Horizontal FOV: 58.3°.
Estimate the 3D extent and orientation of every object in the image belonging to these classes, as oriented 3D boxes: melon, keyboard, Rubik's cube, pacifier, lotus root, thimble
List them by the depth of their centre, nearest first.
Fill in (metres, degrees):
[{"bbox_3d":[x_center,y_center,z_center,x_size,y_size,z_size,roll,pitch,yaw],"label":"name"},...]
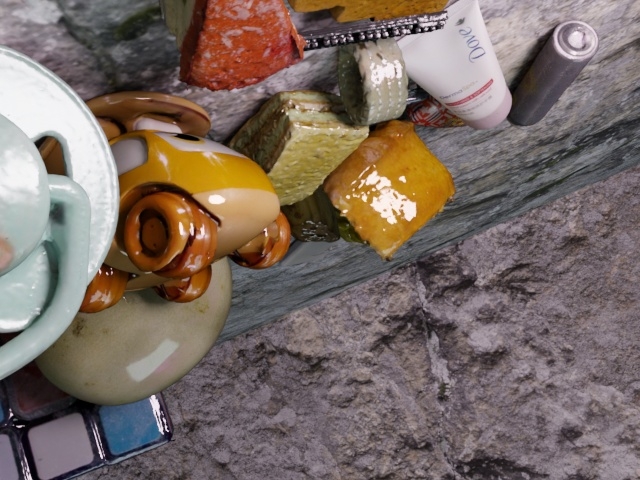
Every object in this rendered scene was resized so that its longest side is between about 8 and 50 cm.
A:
[{"bbox_3d":[-0.350,-0.019,0.469,0.343,0.288,0.269,-6,-174,-40],"label":"pacifier"},{"bbox_3d":[0.038,-0.221,0.622,0.195,0.018,0.060,-10,-171,-5],"label":"keyboard"},{"bbox_3d":[0.062,-0.198,0.696,0.062,0.110,0.084,-19,-149,-19],"label":"thimble"},{"bbox_3d":[-0.279,0.096,0.891,0.330,0.268,0.268,-49,167,-2],"label":"melon"},{"bbox_3d":[-0.031,-0.059,1.075,0.095,0.135,0.159,-27,153,21],"label":"lotus root"},{"bbox_3d":[-0.499,0.284,1.114,0.359,0.363,0.362,-17,165,-16],"label":"Rubik's cube"}]

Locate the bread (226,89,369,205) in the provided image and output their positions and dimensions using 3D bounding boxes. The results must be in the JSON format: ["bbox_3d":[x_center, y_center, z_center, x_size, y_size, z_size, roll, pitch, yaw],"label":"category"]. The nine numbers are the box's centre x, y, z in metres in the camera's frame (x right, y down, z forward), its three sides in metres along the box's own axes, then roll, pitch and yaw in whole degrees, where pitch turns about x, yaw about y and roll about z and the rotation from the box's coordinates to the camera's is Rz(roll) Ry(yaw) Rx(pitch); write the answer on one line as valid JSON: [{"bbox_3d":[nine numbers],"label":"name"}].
[{"bbox_3d":[-0.041,-0.127,0.786,0.138,0.102,0.196,-15,162,-40],"label":"bread"}]

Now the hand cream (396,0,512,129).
[{"bbox_3d":[0.199,-0.242,0.806,0.133,0.083,0.248,-31,151,26],"label":"hand cream"}]

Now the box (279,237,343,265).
[{"bbox_3d":[0.000,0.000,1.505,0.142,0.044,0.285,-12,164,-32],"label":"box"}]

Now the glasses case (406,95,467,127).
[{"bbox_3d":[0.230,-0.223,0.975,0.194,0.049,0.073,-12,162,-40],"label":"glasses case"}]

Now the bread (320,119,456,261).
[{"bbox_3d":[0.122,-0.092,0.961,0.179,0.194,0.340,-39,176,8],"label":"bread"}]

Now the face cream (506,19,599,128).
[{"bbox_3d":[0.388,-0.271,0.999,0.073,0.073,0.283,-22,167,-4],"label":"face cream"}]

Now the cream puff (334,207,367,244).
[{"bbox_3d":[0.090,-0.056,1.252,0.156,0.121,0.156,-16,165,-4],"label":"cream puff"}]

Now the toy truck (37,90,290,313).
[{"bbox_3d":[-0.193,-0.035,0.665,0.288,0.211,0.204,-26,168,28],"label":"toy truck"}]

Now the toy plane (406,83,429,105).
[{"bbox_3d":[0.126,-0.216,0.866,0.083,0.031,0.078,-21,167,-6],"label":"toy plane"}]

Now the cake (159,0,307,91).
[{"bbox_3d":[-0.093,-0.197,0.447,0.117,0.086,0.220,-26,168,5],"label":"cake"}]

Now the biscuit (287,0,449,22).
[{"bbox_3d":[0.079,-0.270,0.548,0.212,0.041,0.239,-27,172,22],"label":"biscuit"}]
